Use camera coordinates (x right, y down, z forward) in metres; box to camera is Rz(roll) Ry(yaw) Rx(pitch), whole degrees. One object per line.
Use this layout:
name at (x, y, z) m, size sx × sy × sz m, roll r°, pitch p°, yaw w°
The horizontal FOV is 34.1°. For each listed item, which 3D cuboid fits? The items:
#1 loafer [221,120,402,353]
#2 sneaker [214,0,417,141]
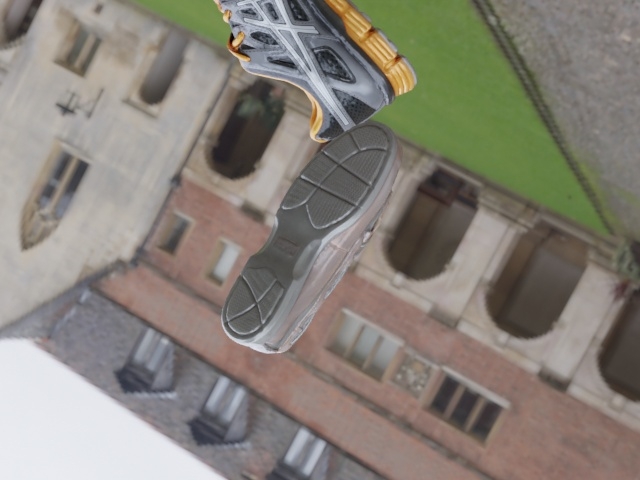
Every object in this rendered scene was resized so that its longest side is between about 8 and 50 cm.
loafer at (0.000, 0.000, 0.509) m, size 0.045 × 0.125 × 0.039 m, roll 36°, pitch 180°, yaw 37°
sneaker at (-0.035, -0.152, 0.680) m, size 0.215 × 0.083 × 0.084 m, roll 43°, pitch -171°, yaw -11°
